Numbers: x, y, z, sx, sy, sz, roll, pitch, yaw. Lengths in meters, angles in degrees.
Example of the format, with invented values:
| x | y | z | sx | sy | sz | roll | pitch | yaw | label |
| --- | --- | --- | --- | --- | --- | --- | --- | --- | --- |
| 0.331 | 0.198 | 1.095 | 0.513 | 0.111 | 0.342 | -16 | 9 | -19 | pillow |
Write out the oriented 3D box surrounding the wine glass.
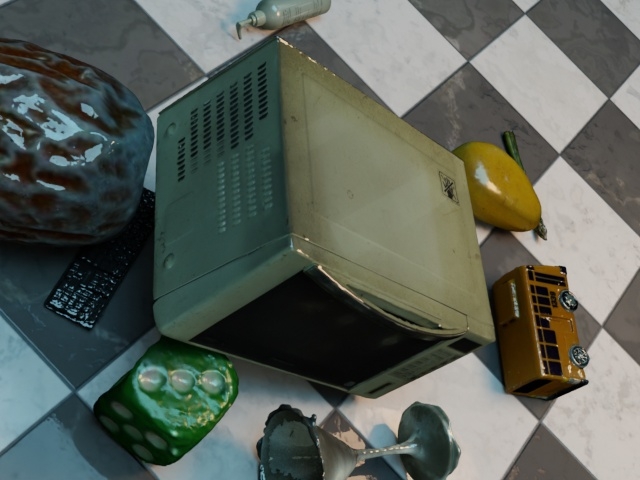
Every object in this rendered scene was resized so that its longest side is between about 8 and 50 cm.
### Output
| x | y | z | sx | sy | sz | roll | pitch | yaw | label |
| --- | --- | --- | --- | --- | --- | --- | --- | --- | --- |
| 0.053 | 0.274 | 1.119 | 0.232 | 0.156 | 0.156 | 1 | 63 | -34 | wine glass |

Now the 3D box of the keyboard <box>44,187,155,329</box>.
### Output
| x | y | z | sx | sy | sz | roll | pitch | yaw | label |
| --- | --- | --- | --- | --- | --- | --- | --- | --- | --- |
| -0.277 | 0.011 | 1.161 | 0.072 | 0.023 | 0.231 | 30 | 53 | -8 | keyboard |

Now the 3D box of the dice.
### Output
| x | y | z | sx | sy | sz | roll | pitch | yaw | label |
| --- | --- | --- | --- | --- | --- | --- | --- | --- | --- |
| -0.181 | 0.186 | 1.045 | 0.120 | 0.131 | 0.128 | 43 | 50 | -3 | dice |

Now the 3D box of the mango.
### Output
| x | y | z | sx | sy | sz | roll | pitch | yaw | label |
| --- | --- | --- | --- | --- | --- | --- | --- | --- | --- |
| 0.291 | -0.085 | 1.482 | 0.195 | 0.098 | 0.137 | 44 | 49 | -9 | mango |

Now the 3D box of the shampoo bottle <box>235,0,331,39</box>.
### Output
| x | y | z | sx | sy | sz | roll | pitch | yaw | label |
| --- | --- | --- | --- | --- | --- | --- | --- | --- | --- |
| -0.066 | -0.388 | 1.483 | 0.195 | 0.056 | 0.056 | -29 | 79 | -38 | shampoo bottle |

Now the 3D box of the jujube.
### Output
| x | y | z | sx | sy | sz | roll | pitch | yaw | label |
| --- | --- | --- | --- | --- | --- | --- | --- | --- | --- |
| -0.364 | -0.126 | 1.068 | 0.308 | 0.215 | 0.246 | 11 | 61 | -18 | jujube |

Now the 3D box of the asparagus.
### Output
| x | y | z | sx | sy | sz | roll | pitch | yaw | label |
| --- | --- | --- | --- | --- | --- | --- | --- | --- | --- |
| 0.369 | -0.099 | 1.577 | 0.023 | 0.022 | 0.233 | 47 | 27 | -60 | asparagus |

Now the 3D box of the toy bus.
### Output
| x | y | z | sx | sy | sz | roll | pitch | yaw | label |
| --- | --- | --- | --- | --- | --- | --- | --- | --- | --- |
| 0.337 | 0.138 | 1.376 | 0.114 | 0.098 | 0.201 | 11 | 60 | -24 | toy bus |

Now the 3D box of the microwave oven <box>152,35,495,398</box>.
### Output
| x | y | z | sx | sy | sz | roll | pitch | yaw | label |
| --- | --- | --- | --- | --- | --- | --- | --- | --- | --- |
| 0.000 | 0.000 | 1.109 | 0.394 | 0.247 | 0.333 | 25 | 49 | -43 | microwave oven |
